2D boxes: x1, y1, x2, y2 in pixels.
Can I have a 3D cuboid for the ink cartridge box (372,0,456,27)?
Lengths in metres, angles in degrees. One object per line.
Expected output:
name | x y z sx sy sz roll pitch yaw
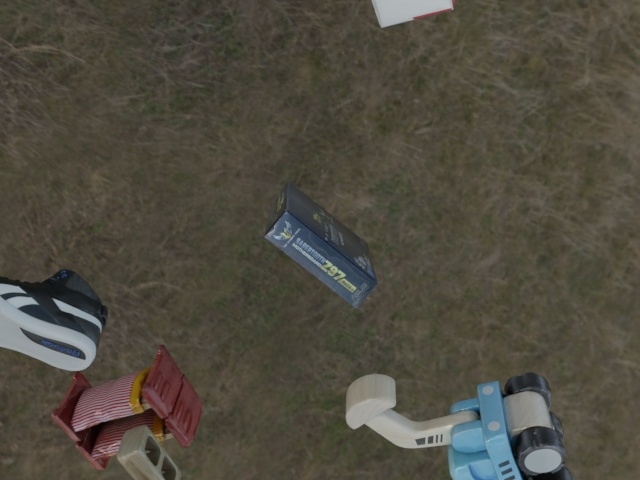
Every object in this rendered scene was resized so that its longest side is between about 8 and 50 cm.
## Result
ink cartridge box | 0.129 -0.333 1.053 0.056 0.099 0.135 67 30 -29

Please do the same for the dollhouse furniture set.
dollhouse furniture set | -0.342 0.363 1.335 0.201 0.374 0.152 -19 118 17

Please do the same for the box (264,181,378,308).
box | 0.000 0.000 1.332 0.183 0.232 0.059 38 101 -9

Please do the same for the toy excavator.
toy excavator | 0.323 0.452 1.897 0.445 0.222 0.433 -16 125 14

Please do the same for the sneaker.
sneaker | -0.368 0.070 1.009 0.217 0.121 0.079 30 122 -18
